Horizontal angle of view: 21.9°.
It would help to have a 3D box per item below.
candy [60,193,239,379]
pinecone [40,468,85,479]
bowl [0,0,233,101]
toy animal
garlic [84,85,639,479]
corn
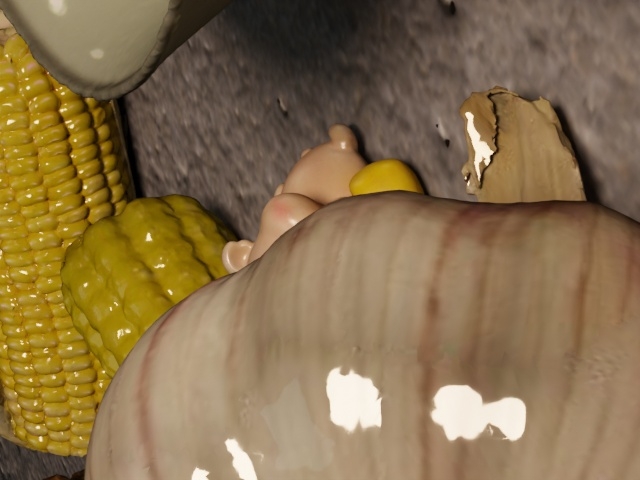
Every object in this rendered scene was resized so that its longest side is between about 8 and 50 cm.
[{"bbox_3d":[-0.056,0.072,0.877,0.199,0.106,0.094,55,131,29],"label":"candy"},{"bbox_3d":[-0.171,0.253,1.150,0.204,0.179,0.184,-74,-19,-85],"label":"pinecone"},{"bbox_3d":[-0.051,-0.231,0.608,0.337,0.157,0.337,46,145,48],"label":"bowl"},{"bbox_3d":[0.000,0.000,0.731,0.114,0.082,0.091,60,151,30],"label":"toy animal"},{"bbox_3d":[0.054,0.053,0.547,0.245,0.245,0.253,108,175,-51],"label":"garlic"},{"bbox_3d":[-0.174,0.004,1.056,0.123,0.122,0.305,-69,-25,-68],"label":"corn"}]
